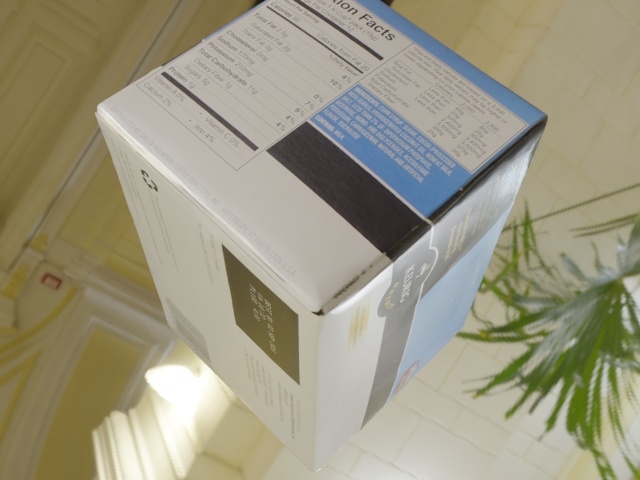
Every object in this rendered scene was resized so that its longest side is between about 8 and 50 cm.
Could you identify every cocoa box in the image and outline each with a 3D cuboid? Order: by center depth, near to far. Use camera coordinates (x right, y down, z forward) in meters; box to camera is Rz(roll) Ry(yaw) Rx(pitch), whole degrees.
[{"bbox_3d":[0.000,0.000,0.652,0.231,0.228,0.347,41,156,21],"label":"cocoa box"}]
